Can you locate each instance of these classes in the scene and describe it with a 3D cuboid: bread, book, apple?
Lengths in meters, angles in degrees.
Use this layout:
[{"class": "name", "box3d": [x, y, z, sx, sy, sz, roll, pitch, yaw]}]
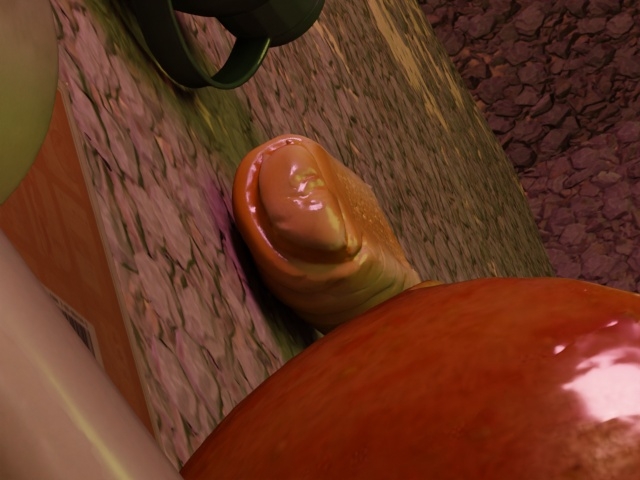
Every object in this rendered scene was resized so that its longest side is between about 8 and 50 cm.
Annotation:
[{"class": "bread", "box3d": [0.000, 0.000, 1.295, 0.177, 0.084, 0.119, 43, 23, -62]}, {"class": "book", "box3d": [-0.131, -0.011, 0.878, 0.170, 0.018, 0.242, 49, 19, -58]}, {"class": "apple", "box3d": [0.080, 0.175, 0.668, 0.339, 0.339, 0.339, 60, 11, -21]}]

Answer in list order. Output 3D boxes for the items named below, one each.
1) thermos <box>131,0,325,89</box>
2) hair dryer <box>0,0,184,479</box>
[{"class": "thermos", "box3d": [-0.082, -0.210, 1.272, 0.286, 0.145, 0.182, 51, 49, -55]}, {"class": "hair dryer", "box3d": [-0.091, 0.036, 0.520, 0.362, 0.128, 0.203, 53, 8, 8]}]
